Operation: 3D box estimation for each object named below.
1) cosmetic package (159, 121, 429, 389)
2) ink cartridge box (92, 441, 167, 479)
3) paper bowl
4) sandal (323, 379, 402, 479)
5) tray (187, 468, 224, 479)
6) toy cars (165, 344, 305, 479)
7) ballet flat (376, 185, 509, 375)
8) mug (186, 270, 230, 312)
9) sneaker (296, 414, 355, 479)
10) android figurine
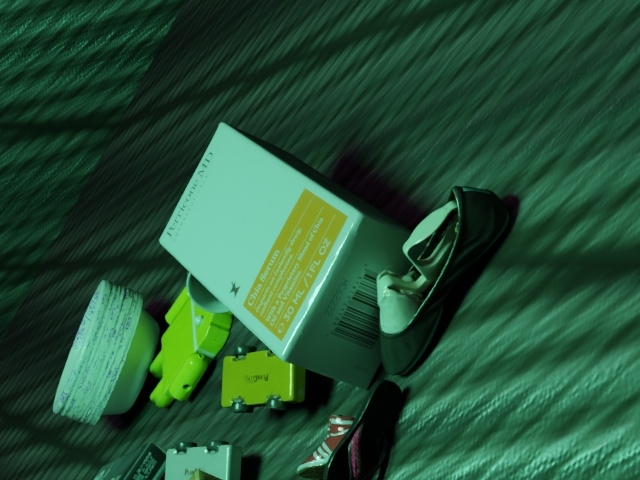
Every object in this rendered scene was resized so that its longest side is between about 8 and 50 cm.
[{"bbox_3d":[-0.048,0.008,1.756,0.453,0.161,0.230,35,99,55],"label":"cosmetic package"},{"bbox_3d":[-0.427,0.526,2.139,0.307,0.072,0.304,-32,21,48],"label":"ink cartridge box"},{"bbox_3d":[-0.421,0.234,2.376,0.284,0.148,0.284,-157,90,-78],"label":"paper bowl"},{"bbox_3d":[0.059,0.264,1.517,0.040,0.067,0.179,18,81,54],"label":"sandal"},{"bbox_3d":[-0.064,0.467,1.393,0.076,0.202,0.411,-51,27,19],"label":"tray"},{"bbox_3d":[-0.117,0.289,1.823,0.394,0.087,0.176,-58,41,26],"label":"toy cars"},{"bbox_3d":[0.131,0.044,1.534,0.280,0.096,0.095,-59,26,14],"label":"ballet flat"},{"bbox_3d":[-0.167,0.038,2.083,0.169,0.150,0.113,-115,17,-64],"label":"mug"},{"bbox_3d":[0.012,0.280,1.617,0.118,0.042,0.067,-33,42,38],"label":"sneaker"},{"bbox_3d":[-0.241,0.181,2.213,0.273,0.056,0.248,-54,26,27],"label":"android figurine"}]
